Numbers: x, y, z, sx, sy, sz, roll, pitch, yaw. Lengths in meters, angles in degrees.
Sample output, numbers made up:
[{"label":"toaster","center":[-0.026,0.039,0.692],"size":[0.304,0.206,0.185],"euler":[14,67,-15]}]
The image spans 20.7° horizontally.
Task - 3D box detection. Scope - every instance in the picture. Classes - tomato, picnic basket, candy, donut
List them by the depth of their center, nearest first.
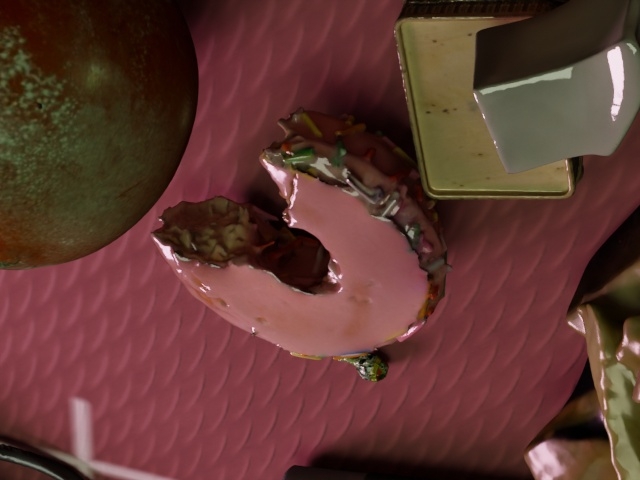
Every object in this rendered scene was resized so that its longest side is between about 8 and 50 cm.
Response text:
[{"label":"tomato","center":[-0.218,-0.091,1.194],"size":[0.270,0.223,0.270],"euler":[-1,171,0]},{"label":"picnic basket","center":[0.120,-0.110,1.197],"size":[0.115,0.079,0.164],"euler":[3,128,18]},{"label":"donut","center":[0.000,0.000,1.310],"size":[0.199,0.085,0.233],"euler":[39,138,-19]},{"label":"candy","center":[0.016,0.097,1.444],"size":[0.083,0.025,0.023],"euler":[15,104,18]}]

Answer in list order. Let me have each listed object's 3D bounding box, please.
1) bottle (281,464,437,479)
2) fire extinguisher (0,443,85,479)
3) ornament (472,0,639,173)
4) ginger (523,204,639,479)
[{"label":"bottle","center":[0.105,0.246,1.493],"size":[0.286,0.082,0.082],"euler":[5,129,13]},{"label":"fire extinguisher","center":[-0.350,0.255,1.627],"size":[0.376,0.113,0.200],"euler":[41,128,-16]},{"label":"ornament","center":[0.230,-0.119,1.063],"size":[0.285,0.130,0.120],"euler":[-14,128,-2]},{"label":"ginger","center":[0.348,0.119,1.230],"size":[0.358,0.211,0.413],"euler":[25,131,-6]}]
